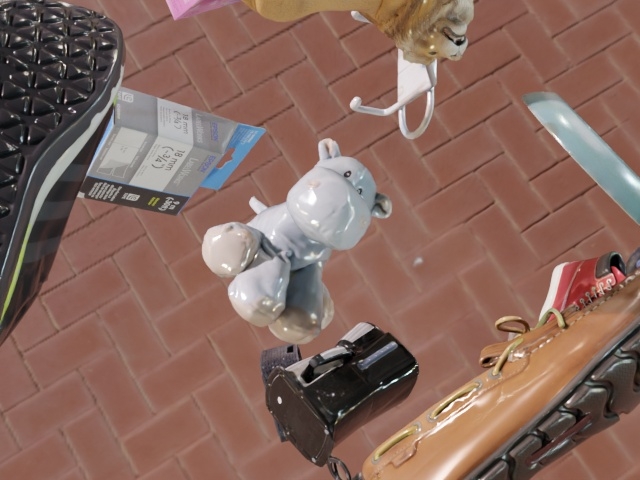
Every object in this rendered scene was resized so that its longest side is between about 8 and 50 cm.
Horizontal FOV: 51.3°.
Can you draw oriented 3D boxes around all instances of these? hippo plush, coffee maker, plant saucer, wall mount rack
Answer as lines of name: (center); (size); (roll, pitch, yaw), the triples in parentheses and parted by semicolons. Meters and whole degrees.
hippo plush: (0.000, 0.000, 1.000); (0.236, 0.294, 0.234); (-35, 96, 22)
coffee maker: (0.042, 0.212, 0.889); (0.178, 0.120, 0.171); (-22, 77, -37)
plant saucer: (0.428, -0.118, 1.006); (0.044, 0.317, 0.317); (-44, 80, 23)
wall mount rack: (0.155, -0.375, 1.207); (0.130, 0.304, 0.350); (6, 78, -23)

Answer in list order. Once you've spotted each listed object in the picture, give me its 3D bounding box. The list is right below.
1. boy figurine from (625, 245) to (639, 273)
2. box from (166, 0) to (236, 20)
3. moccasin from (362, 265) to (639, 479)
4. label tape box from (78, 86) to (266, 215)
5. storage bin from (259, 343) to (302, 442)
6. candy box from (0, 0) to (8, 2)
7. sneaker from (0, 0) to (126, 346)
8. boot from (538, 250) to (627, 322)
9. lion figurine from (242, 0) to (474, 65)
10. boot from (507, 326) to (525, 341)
boy figurine: (0.785, 0.108, 1.382); (0.177, 0.092, 0.285); (-24, 53, -30)
box: (-0.200, -0.585, 1.422); (0.213, 0.243, 0.117); (-30, 104, -31)
moccasin: (0.208, 0.152, 0.682); (0.380, 0.139, 0.147); (-43, 42, 4)
label tape box: (-0.304, -0.162, 1.374); (0.334, 0.240, 0.106); (11, 54, -33)
storage bin: (-0.067, 0.321, 1.421); (0.084, 0.122, 0.180); (-14, 97, -1)
candy box: (-0.414, -0.424, 0.897); (0.316, 0.087, 0.183); (-40, 98, -36)
sneaker: (-0.171, -0.024, 0.343); (0.084, 0.097, 0.234); (20, 60, -8)
boot: (0.553, 0.140, 1.382); (0.088, 0.176, 0.244); (28, 65, -19)
lion figurine: (0.029, -0.341, 0.860); (0.392, 0.240, 0.142); (2, 60, -12)
boot: (0.318, 0.176, 0.946); (0.114, 0.037, 0.106); (4, 67, -26)
